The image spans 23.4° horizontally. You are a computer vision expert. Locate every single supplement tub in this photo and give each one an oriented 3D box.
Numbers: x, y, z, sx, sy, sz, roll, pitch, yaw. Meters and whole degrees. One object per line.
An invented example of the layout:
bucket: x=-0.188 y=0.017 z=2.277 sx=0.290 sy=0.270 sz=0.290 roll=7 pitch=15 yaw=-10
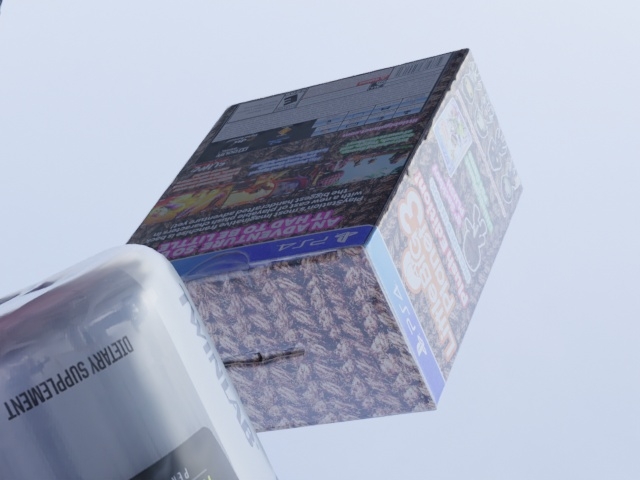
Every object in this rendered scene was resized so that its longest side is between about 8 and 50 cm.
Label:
supplement tub: x=-0.084 y=0.190 z=0.611 sx=0.207 sy=0.338 sz=0.207 roll=-26 pitch=-175 yaw=2

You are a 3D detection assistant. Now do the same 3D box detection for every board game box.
board game box: x=0.000 y=0.000 z=1.185 sx=0.232 sy=0.141 sz=0.291 roll=-10 pitch=-151 yaw=29

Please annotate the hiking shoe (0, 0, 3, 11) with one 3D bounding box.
hiking shoe: x=-0.199 y=-0.132 z=0.695 sx=0.132 sy=0.113 sz=0.304 roll=-38 pitch=-171 yaw=-39
